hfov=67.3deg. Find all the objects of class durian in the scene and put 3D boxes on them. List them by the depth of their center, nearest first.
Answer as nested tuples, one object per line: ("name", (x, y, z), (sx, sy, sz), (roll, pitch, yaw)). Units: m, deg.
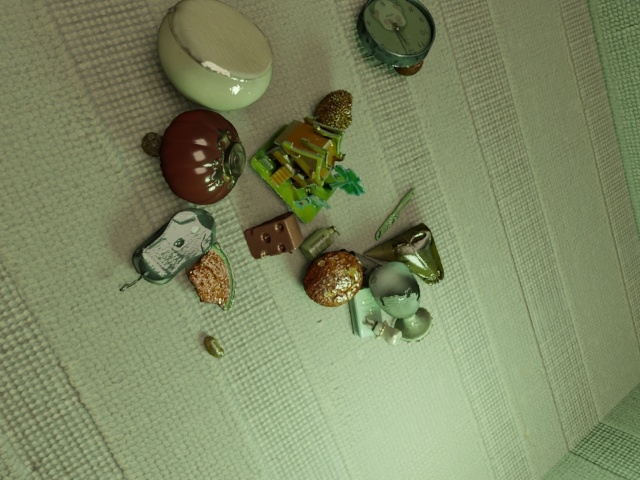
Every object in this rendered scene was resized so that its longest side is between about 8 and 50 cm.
("durian", (-0.546, -0.313, 1.566), (0.091, 0.080, 0.080), (20, 82, 15))
("durian", (0.052, -0.481, 1.807), (0.137, 0.167, 0.158), (43, 35, -37))

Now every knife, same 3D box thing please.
("knife", (0.323, -0.112, 2.047), (0.293, 0.019, 0.043), (-49, 114, -16))

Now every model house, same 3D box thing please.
("model house", (-0.013, -0.245, 1.697), (0.358, 0.312, 0.243), (49, 66, -21))

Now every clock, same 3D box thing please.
("clock", (0.304, -0.842, 1.906), (0.318, 0.066, 0.319), (4, 74, -13))

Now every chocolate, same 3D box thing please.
("chocolate", (0.352, -0.736, 1.964), (0.132, 0.124, 0.128), (-14, 134, -28))

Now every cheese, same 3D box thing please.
("cheese", (-0.140, -0.025, 1.770), (0.177, 0.202, 0.128), (-34, 106, -54))

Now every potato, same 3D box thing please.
("potato", (-0.377, 0.381, 1.702), (0.092, 0.045, 0.046), (60, 32, -19))

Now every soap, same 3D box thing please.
("soap", (0.186, 0.287, 1.973), (0.118, 0.066, 0.198), (-12, 99, -24))

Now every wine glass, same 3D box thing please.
("wine glass", (0.326, 0.247, 1.931), (0.190, 0.190, 0.357), (-45, 133, -18))

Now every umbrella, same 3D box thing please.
("umbrella", (0.210, 0.117, 1.972), (0.337, 0.073, 0.067), (27, 86, -25))

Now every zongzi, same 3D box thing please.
("zongzi", (0.361, 0.101, 2.035), (0.299, 0.145, 0.274), (-25, 111, -5))

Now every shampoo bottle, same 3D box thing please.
("shampoo bottle", (0.000, 0.000, 1.854), (0.162, 0.079, 0.079), (-42, 110, -19))

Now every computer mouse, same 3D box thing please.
("computer mouse", (-0.511, 0.036, 1.593), (0.379, 0.090, 0.167), (-41, 111, -13))

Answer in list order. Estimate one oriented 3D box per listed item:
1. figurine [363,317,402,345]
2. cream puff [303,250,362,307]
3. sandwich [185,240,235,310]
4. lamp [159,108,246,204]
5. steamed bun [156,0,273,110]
("figurine", (0.246, 0.371, 1.926), (0.081, 0.146, 0.098), (-51, 146, -28))
("cream puff", (0.056, 0.148, 1.821), (0.239, 0.164, 0.240), (-7, 113, -17))
("sandwich", (-0.370, 0.135, 1.674), (0.159, 0.079, 0.235), (-29, 105, -19))
("lamp", (-0.377, -0.265, 1.540), (0.303, 0.256, 0.304), (7, 90, -71))
("steamed bun", (-0.341, -0.569, 1.537), (0.374, 0.241, 0.375), (19, 49, -23))
